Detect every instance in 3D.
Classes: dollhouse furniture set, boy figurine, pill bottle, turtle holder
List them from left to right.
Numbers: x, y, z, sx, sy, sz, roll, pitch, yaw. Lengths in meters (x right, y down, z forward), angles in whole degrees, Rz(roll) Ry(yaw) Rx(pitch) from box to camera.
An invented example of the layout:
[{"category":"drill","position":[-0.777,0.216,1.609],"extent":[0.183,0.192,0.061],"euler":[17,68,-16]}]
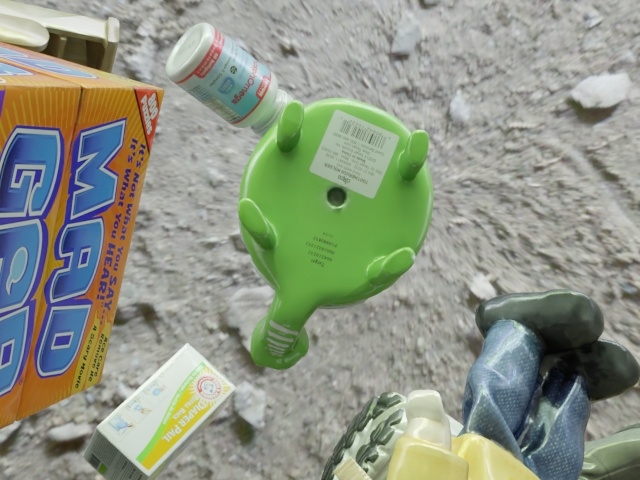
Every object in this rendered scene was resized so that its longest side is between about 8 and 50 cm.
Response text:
[{"category":"dollhouse furniture set","position":[-0.439,-0.169,1.654],"extent":[0.256,0.394,0.362],"euler":[9,132,-17]},{"category":"pill bottle","position":[-0.112,-0.200,1.450],"extent":[0.160,0.087,0.087],"euler":[34,95,-30]},{"category":"turtle holder","position":[0.018,-0.008,1.433],"extent":[0.243,0.227,0.320],"euler":[-6,81,-5]},{"category":"boy figurine","position":[0.092,0.155,0.609],"extent":[0.092,0.285,0.177],"euler":[-15,125,38]}]

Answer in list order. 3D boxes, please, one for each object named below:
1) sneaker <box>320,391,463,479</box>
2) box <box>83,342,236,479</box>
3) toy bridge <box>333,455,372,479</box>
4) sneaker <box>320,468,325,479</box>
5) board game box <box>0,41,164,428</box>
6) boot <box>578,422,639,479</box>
[{"category":"sneaker","position":[0.030,0.244,0.821],"extent":[0.118,0.107,0.279],"euler":[28,112,-8]},{"category":"box","position":[-0.236,0.267,1.675],"extent":[0.103,0.114,0.203],"euler":[42,51,6]},{"category":"toy bridge","position":[-0.024,0.211,0.671],"extent":[0.188,0.026,0.063],"euler":[-42,58,-6]},{"category":"sneaker","position":[0.081,0.368,1.659],"extent":[0.085,0.237,0.086],"euler":[-30,66,26]},{"category":"board game box","position":[-0.430,-0.032,1.170],"extent":[0.356,0.356,0.357],"euler":[18,102,16]},{"category":"boot","position":[0.323,0.295,1.380],"extent":[0.246,0.161,0.083],"euler":[-14,97,41]}]
